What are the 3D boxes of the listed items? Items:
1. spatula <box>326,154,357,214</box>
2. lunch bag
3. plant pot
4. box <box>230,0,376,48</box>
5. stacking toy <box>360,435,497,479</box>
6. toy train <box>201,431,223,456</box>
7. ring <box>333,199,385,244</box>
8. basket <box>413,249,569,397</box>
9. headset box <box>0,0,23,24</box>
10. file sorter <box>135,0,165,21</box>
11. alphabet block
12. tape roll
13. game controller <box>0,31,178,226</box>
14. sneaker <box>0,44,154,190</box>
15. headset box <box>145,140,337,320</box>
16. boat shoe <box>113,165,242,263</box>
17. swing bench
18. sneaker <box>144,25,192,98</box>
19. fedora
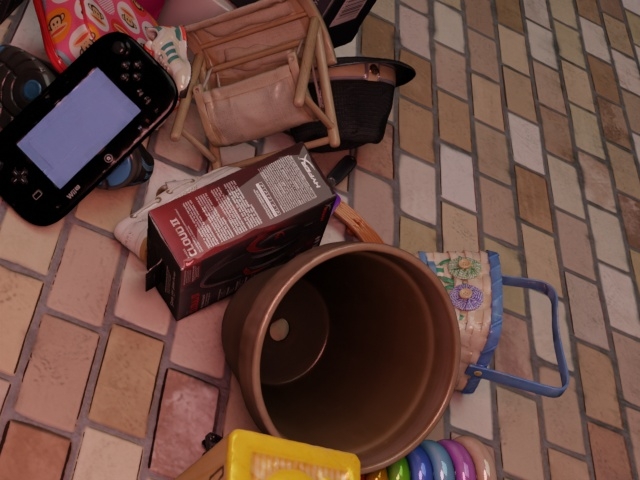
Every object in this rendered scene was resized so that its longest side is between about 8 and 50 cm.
[{"bbox_3d":[0.019,-0.111,2.169,0.084,0.030,0.296,38,25,0],"label":"spatula"},{"bbox_3d":[-0.355,-0.323,2.006,0.293,0.120,0.258,34,28,-52],"label":"lunch bag"},{"bbox_3d":[-0.004,0.148,1.687,0.323,0.323,0.280,13,0,-27],"label":"plant pot"},{"bbox_3d":[-0.060,-0.584,2.165,0.395,0.293,0.212,45,38,11],"label":"box"},{"bbox_3d":[0.092,0.356,1.712,0.330,0.141,0.141,6,46,-27],"label":"stacking toy"},{"bbox_3d":[-0.143,0.341,1.627,0.036,0.027,0.158,24,38,-31],"label":"toy train"},{"bbox_3d":[0.000,0.000,2.038,0.336,0.032,0.336,30,27,-17],"label":"ring"},{"bbox_3d":[0.283,0.146,2.008,0.289,0.201,0.255,14,41,-11],"label":"basket"},{"bbox_3d":[-0.601,-0.567,2.022,0.246,0.283,0.131,29,39,-8],"label":"headset box"},{"bbox_3d":[-0.390,-0.539,2.150,0.182,0.290,0.202,46,39,17],"label":"file sorter"},{"bbox_3d":[-0.075,0.375,1.476,0.192,0.197,0.193,15,54,-24],"label":"alphabet block"},{"bbox_3d":[-0.186,-0.447,2.302,0.246,0.169,0.246,21,39,-18],"label":"tape roll"},{"bbox_3d":[-0.373,-0.173,1.805,0.166,0.319,0.067,45,-2,13],"label":"game controller"},{"bbox_3d":[-0.424,-0.195,1.930,0.341,0.125,0.139,41,10,11],"label":"sneaker"},{"bbox_3d":[-0.139,-0.005,1.766,0.293,0.218,0.110,-26,72,-19],"label":"headset box"},{"bbox_3d":[-0.231,-0.064,1.921,0.096,0.098,0.277,29,39,20],"label":"boat shoe"},{"bbox_3d":[-0.113,-0.276,2.033,0.165,0.253,0.254,44,39,-53],"label":"swing bench"},{"bbox_3d":[-0.262,-0.303,1.967,0.075,0.057,0.161,3,53,-18],"label":"sneaker"},{"bbox_3d":[0.033,-0.253,2.248,0.334,0.334,0.152,-3,86,-39],"label":"fedora"}]
